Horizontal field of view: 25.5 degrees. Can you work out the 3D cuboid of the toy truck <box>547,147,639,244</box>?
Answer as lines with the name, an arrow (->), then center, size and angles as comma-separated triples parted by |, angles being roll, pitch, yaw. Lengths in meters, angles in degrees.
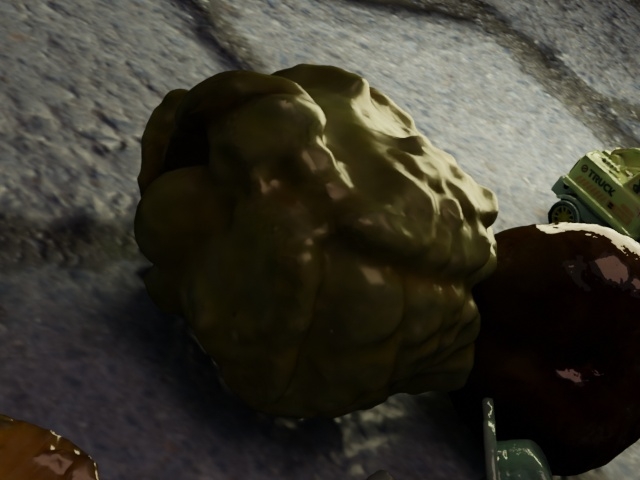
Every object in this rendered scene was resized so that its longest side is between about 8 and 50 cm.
toy truck -> 0.305, -0.016, 1.291 | 0.085, 0.116, 0.191 | -8, 46, -48

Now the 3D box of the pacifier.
pacifier -> 0.080, 0.159, 0.826 | 0.116, 0.127, 0.150 | -7, 11, 5

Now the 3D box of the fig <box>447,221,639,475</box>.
fig -> 0.142, 0.051, 1.007 | 0.145, 0.170, 0.274 | 15, 12, -20

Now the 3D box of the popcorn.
popcorn -> 0.000, 0.000, 0.892 | 0.255, 0.195, 0.256 | 30, 39, -12

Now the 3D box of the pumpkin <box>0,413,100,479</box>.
pumpkin -> -0.116, 0.186, 0.523 | 0.280, 0.139, 0.190 | 34, 28, 2
